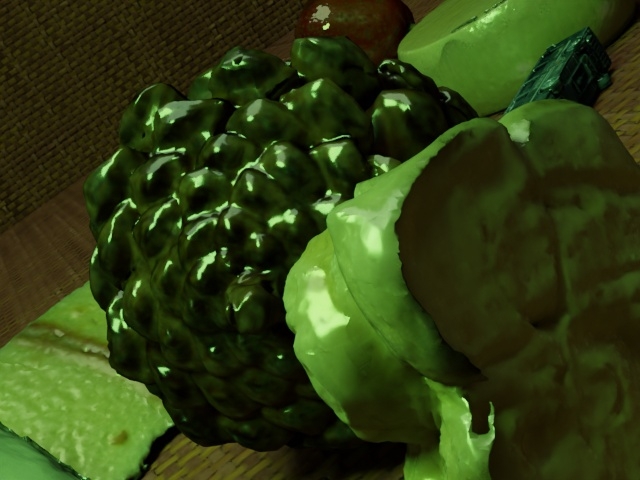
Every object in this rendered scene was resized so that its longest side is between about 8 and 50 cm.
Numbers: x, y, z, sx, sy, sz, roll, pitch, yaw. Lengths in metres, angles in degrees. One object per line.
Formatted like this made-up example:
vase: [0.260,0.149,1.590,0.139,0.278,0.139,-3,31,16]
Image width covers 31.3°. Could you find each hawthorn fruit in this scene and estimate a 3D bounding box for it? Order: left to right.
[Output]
hawthorn fruit: [0.070,-0.273,1.529,0.203,0.163,0.163,-7,21,11]

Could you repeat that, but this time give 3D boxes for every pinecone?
pinecone: [-0.008,0.010,0.658,0.243,0.243,0.257,-34,-15,0]

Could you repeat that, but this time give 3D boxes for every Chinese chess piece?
Chinese chess piece: [0.199,-0.220,1.160,0.250,0.097,0.251,-32,15,9]

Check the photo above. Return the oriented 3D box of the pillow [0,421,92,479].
pillow: [-0.215,0.153,0.669,0.128,0.229,0.051,-48,-13,-47]

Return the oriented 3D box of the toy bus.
toy bus: [0.196,-0.122,0.958,0.065,0.047,0.166,-26,17,39]

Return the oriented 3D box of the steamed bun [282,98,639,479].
steamed bun: [0.076,0.036,0.475,0.192,0.177,0.106,-39,12,-35]

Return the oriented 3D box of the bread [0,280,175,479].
bread: [-0.172,0.149,0.923,0.178,0.135,0.240,15,40,25]
